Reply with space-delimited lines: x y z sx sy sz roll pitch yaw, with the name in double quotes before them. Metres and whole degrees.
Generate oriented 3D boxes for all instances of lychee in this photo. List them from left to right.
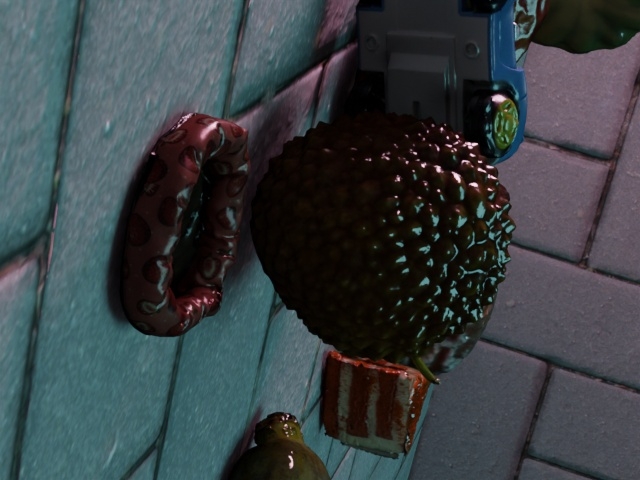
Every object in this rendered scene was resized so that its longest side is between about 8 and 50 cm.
"lychee" 0.069 -0.013 1.336 0.267 0.268 0.267 18 90 -79

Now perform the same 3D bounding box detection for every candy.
"candy" 0.189 0.102 2.260 0.157 0.214 0.289 -55 163 -51

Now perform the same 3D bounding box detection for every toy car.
"toy car" 0.140 -0.229 1.421 0.166 0.198 0.314 -26 118 -49

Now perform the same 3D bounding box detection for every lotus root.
"lotus root" -0.065 0.364 1.645 0.173 0.173 0.309 79 23 -67

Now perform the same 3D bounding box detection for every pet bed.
"pet bed" -0.111 -0.011 1.085 0.201 0.054 0.201 13 90 -75

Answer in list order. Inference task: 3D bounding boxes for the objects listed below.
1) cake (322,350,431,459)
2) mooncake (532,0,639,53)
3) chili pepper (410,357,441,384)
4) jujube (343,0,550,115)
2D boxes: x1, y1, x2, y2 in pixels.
"cake" 0.099 0.221 2.167 0.262 0.158 0.159 91 17 -53
"mooncake" 0.460 -0.508 2.302 0.194 0.357 0.356 -72 172 -46
"chili pepper" 0.139 0.044 2.112 0.092 0.137 0.368 149 -55 -81
"jujube" 0.147 -0.250 1.610 0.342 0.216 0.216 -58 170 5
